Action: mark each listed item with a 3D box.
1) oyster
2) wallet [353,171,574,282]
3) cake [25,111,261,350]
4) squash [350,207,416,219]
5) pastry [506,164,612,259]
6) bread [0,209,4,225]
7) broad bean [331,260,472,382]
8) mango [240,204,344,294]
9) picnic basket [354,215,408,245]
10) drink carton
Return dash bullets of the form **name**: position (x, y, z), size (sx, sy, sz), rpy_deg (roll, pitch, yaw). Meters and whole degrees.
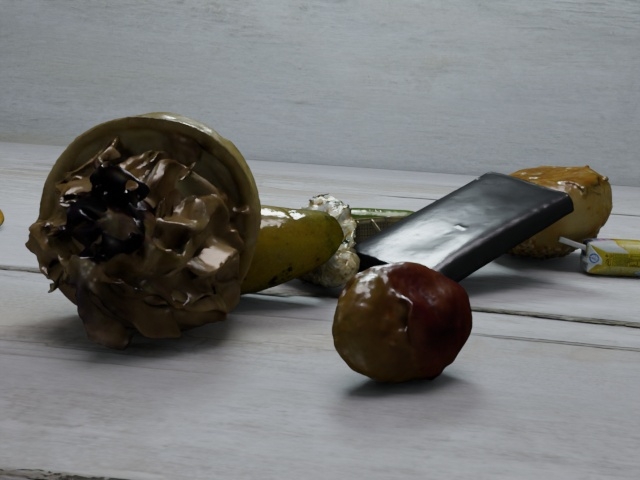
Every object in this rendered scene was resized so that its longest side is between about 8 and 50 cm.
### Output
- **oyster**: position (0.012, 0.001, 1.965), size (0.166, 0.094, 0.294), rpy_deg (-11, 27, 19)
- **wallet**: position (0.264, -0.017, 2.007), size (0.406, 0.062, 0.228), rpy_deg (-27, 30, -33)
- **cake**: position (-0.245, -0.016, 1.500), size (0.333, 0.332, 0.321), rpy_deg (3, 12, -1)
- **squash**: position (0.136, -0.041, 2.462), size (0.252, 0.066, 0.066), rpy_deg (2, 10, -7)
- **pastry**: position (0.477, -0.052, 2.287), size (0.285, 0.184, 0.316), rpy_deg (1, 15, 37)
- **bread**: position (-0.731, -0.051, 2.297), size (0.136, 0.054, 0.154), rpy_deg (16, 19, 41)
- **broad bean**: position (0.108, 0.105, 1.379), size (0.122, 0.156, 0.229), rpy_deg (7, 4, 40)
- **mango**: position (-0.125, 0.016, 1.762), size (0.330, 0.175, 0.176), rpy_deg (2, 42, -3)
- **picnic basket**: position (0.135, -0.006, 2.144), size (0.115, 0.079, 0.164), rpy_deg (-3, -1, -32)
- **drink carton**: position (0.578, 0.032, 2.161), size (0.200, 0.074, 0.084), rpy_deg (2, 10, 0)
